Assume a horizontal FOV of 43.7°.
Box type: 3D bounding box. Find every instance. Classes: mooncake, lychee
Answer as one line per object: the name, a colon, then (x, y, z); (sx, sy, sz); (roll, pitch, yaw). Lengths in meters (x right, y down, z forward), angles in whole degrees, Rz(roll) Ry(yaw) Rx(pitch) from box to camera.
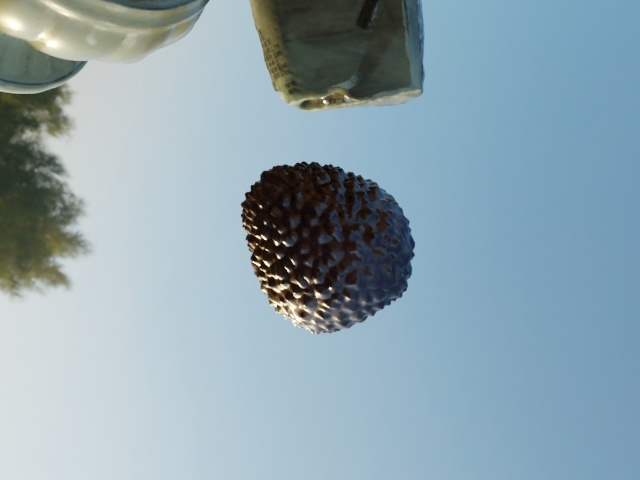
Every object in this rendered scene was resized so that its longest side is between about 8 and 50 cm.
mooncake: (0.032, -0.321, 1.209); (0.250, 0.255, 0.136); (-6, -161, 12)
lychee: (0.000, 0.000, 1.151); (0.271, 0.271, 0.271); (-43, -153, 29)

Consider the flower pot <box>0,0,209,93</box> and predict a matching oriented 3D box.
flower pot: (-0.261, -0.286, 0.752); (0.244, 0.307, 0.308); (-24, -140, 44)
